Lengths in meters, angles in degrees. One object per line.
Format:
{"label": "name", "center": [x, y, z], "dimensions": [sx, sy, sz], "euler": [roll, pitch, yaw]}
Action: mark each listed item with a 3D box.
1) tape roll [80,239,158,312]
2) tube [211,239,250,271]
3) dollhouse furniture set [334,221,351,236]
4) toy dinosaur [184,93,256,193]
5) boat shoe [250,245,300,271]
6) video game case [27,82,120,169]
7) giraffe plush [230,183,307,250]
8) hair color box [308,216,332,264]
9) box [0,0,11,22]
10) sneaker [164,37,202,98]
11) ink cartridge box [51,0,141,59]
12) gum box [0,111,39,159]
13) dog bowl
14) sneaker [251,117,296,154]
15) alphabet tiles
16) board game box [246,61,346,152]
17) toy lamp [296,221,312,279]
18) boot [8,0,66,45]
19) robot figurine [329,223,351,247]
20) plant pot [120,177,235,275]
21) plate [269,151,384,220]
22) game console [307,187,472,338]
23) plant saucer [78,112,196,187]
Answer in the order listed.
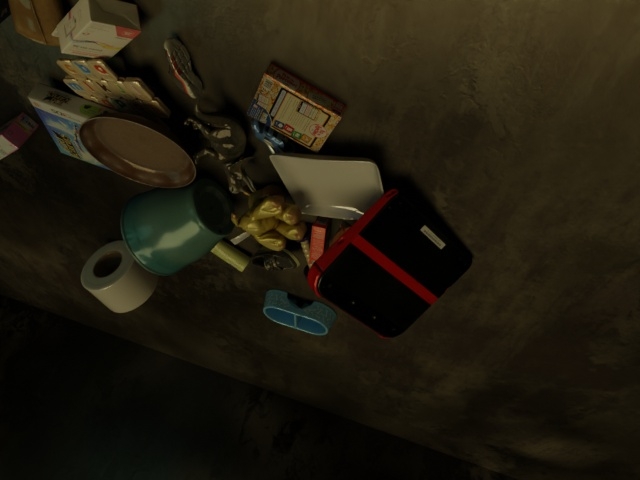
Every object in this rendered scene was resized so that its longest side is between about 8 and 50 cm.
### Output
{"label": "tape roll", "center": [-0.798, 0.142, 2.148], "dimensions": [0.246, 0.246, 0.169], "euler": [3, 144, 27]}
{"label": "tube", "center": [-0.358, 0.020, 1.888], "dimensions": [0.240, 0.062, 0.070], "euler": [33, 103, -9]}
{"label": "dollhouse furniture set", "center": [0.040, 0.043, 1.623], "dimensions": [0.123, 0.144, 0.151], "euler": [42, 157, -21]}
{"label": "toy dinosaur", "center": [-0.247, -0.265, 1.370], "dimensions": [0.160, 0.121, 0.313], "euler": [5, 141, 4]}
{"label": "boat shoe", "center": [-0.151, 0.069, 1.760], "dimensions": [0.223, 0.073, 0.080], "euler": [9, 136, 52]}
{"label": "video game case", "center": [-0.668, -0.306, 1.551], "dimensions": [0.244, 0.061, 0.269], "euler": [21, 155, 4]}
{"label": "giraffe plush", "center": [-0.148, -0.084, 1.516], "dimensions": [0.210, 0.170, 0.181], "euler": [-13, 130, 13]}
{"label": "hair color box", "center": [0.000, 0.000, 1.585], "dimensions": [0.043, 0.072, 0.141], "euler": [15, 128, 11]}
{"label": "box", "center": [-0.776, -0.541, 1.205], "dimensions": [0.093, 0.156, 0.158], "euler": [34, 146, -17]}
{"label": "sneaker", "center": [-0.334, -0.396, 1.252], "dimensions": [0.065, 0.061, 0.158], "euler": [14, 147, 24]}
{"label": "ink cartridge box", "center": [-0.499, -0.459, 1.193], "dimensions": [0.198, 0.067, 0.115], "euler": [-13, 177, 43]}
{"label": "gum box", "center": [-0.980, -0.323, 1.695], "dimensions": [0.188, 0.107, 0.062], "euler": [-9, 136, 40]}
{"label": "dog bowl", "center": [-0.087, 0.284, 2.095], "dimensions": [0.297, 0.074, 0.166], "euler": [17, 148, 9]}
{"label": "sneaker", "center": [-0.115, -0.259, 1.330], "dimensions": [0.059, 0.053, 0.144], "euler": [-4, 148, 36]}
{"label": "alphabet tiles", "center": [-0.520, -0.369, 1.382], "dimensions": [0.284, 0.021, 0.278], "euler": [12, 160, 29]}
{"label": "board game box", "center": [-0.058, -0.299, 1.240], "dimensions": [0.193, 0.045, 0.147], "euler": [28, 147, -10]}
{"label": "toy lamp", "center": [-0.034, 0.056, 1.720], "dimensions": [0.080, 0.080, 0.275], "euler": [8, 146, 21]}
{"label": "boot", "center": [-0.580, -0.533, 1.178], "dimensions": [0.236, 0.089, 0.269], "euler": [25, 151, -3]}
{"label": "robot figurine", "center": [0.111, 0.045, 1.488], "dimensions": [0.158, 0.128, 0.219], "euler": [-44, 130, 14]}
{"label": "plant pot", "center": [-0.406, -0.058, 1.624], "dimensions": [0.255, 0.272, 0.272], "euler": [-20, 131, 28]}
{"label": "plate", "center": [0.039, -0.141, 1.389], "dimensions": [0.278, 0.045, 0.277], "euler": [8, 153, 21]}
{"label": "game console", "center": [0.189, 0.079, 1.434], "dimensions": [0.386, 0.342, 0.060], "euler": [36, -169, -36]}
{"label": "plant saucer", "center": [-0.475, -0.242, 1.429], "dimensions": [0.310, 0.050, 0.310], "euler": [12, 156, 5]}
